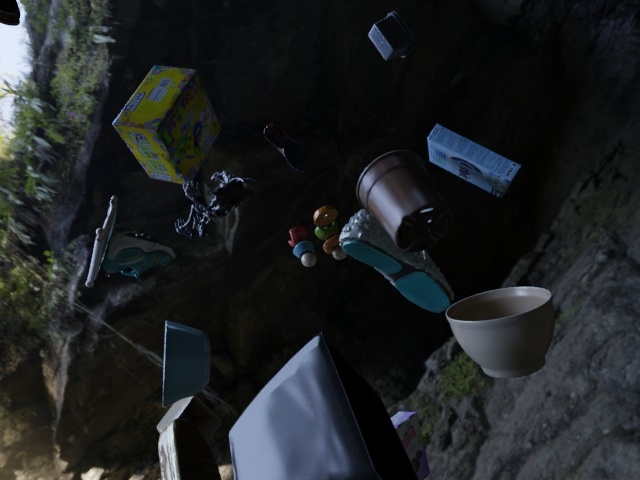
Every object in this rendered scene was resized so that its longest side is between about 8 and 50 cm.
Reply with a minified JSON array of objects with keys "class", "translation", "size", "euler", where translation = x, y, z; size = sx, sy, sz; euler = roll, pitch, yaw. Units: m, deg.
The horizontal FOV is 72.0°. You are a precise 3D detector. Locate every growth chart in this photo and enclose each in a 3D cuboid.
[{"class":"growth chart","translation":[-0.484,-0.009,0.987],"size":[0.021,0.237,0.172],"euler":[14,-69,-22]}]

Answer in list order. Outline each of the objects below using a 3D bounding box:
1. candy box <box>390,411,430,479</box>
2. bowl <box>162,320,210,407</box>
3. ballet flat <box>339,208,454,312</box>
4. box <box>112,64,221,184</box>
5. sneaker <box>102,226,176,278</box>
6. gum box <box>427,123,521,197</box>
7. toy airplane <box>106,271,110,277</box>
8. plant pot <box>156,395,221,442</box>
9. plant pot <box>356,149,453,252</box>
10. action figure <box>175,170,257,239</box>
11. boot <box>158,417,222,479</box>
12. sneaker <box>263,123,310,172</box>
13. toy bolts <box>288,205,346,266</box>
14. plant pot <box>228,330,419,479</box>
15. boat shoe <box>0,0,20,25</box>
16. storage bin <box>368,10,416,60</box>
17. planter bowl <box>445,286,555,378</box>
[{"class":"candy box","translation":[0.255,0.658,1.372],"size":[0.165,0.070,0.196],"euler":[-6,-97,-50]},{"class":"bowl","translation":[-0.505,0.456,1.656],"size":[0.163,0.311,0.311],"euler":[2,-67,-20]},{"class":"ballet flat","translation":[0.229,0.049,1.209],"size":[0.409,0.147,0.147],"euler":[36,-104,-25]},{"class":"box","translation":[-0.520,-0.401,1.552],"size":[0.279,0.177,0.290],"euler":[77,-151,-58]},{"class":"sneaker","translation":[-0.454,0.037,1.099],"size":[0.275,0.107,0.110],"euler":[55,-120,-82]},{"class":"gum box","translation":[0.320,-0.166,0.939],"size":[0.041,0.184,0.157],"euler":[-58,-17,2]},{"class":"toy airplane","translation":[-0.719,0.062,1.532],"size":[0.151,0.028,0.151],"euler":[-159,90,-78]},{"class":"plant pot","translation":[-0.335,0.456,1.086],"size":[0.109,0.096,0.109],"euler":[55,-132,-24]},{"class":"plant pot","translation":[0.180,-0.073,0.918],"size":[0.167,0.165,0.167],"euler":[-12,-45,-12]},{"class":"action figure","translation":[-0.297,-0.118,1.216],"size":[0.275,0.141,0.164],"euler":[-39,-9,31]},{"class":"boot","translation":[-0.227,0.405,0.599],"size":[0.203,0.262,0.095],"euler":[-33,-33,7]},{"class":"sneaker","translation":[-0.114,-0.347,1.654],"size":[0.083,0.221,0.087],"euler":[-40,2,9]},{"class":"toy bolts","translation":[0.000,0.000,1.725],"size":[0.228,0.158,0.218],"euler":[-21,-28,-14]},{"class":"plant pot","translation":[-0.001,0.259,0.521],"size":[0.167,0.188,0.187],"euler":[-32,-52,5]},{"class":"boat shoe","translation":[-0.719,-0.557,0.958],"size":[0.073,0.207,0.073],"euler":[-24,-20,-52]},{"class":"storage bin","translation":[0.219,-0.640,1.405],"size":[0.091,0.135,0.098],"euler":[-31,-5,-24]},{"class":"planter bowl","translation":[0.295,0.150,0.706],"size":[0.162,0.162,0.109],"euler":[-21,-84,-54]}]
